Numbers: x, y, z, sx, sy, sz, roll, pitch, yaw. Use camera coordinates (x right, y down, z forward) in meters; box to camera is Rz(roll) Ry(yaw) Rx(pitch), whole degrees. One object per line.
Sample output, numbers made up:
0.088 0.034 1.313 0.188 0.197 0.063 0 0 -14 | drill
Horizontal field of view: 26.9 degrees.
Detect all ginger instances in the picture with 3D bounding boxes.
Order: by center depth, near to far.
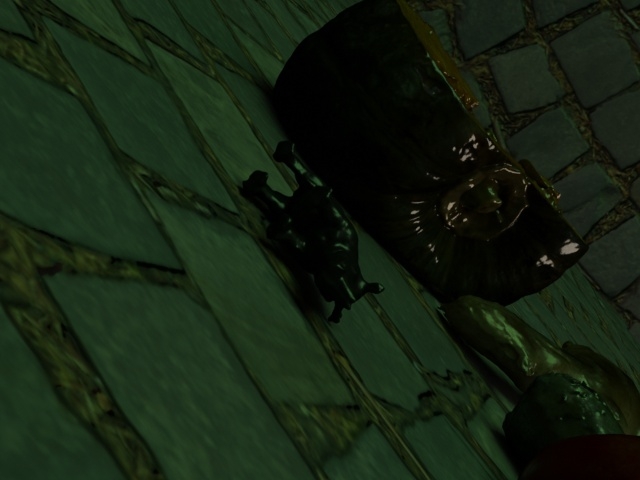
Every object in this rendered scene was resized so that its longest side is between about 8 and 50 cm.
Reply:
0.223 0.139 1.155 0.333 0.081 0.148 40 31 -39 | ginger

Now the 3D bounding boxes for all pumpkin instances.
0.086 -0.079 1.136 0.280 0.139 0.190 44 14 -39 | pumpkin

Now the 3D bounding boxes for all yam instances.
0.194 0.175 0.920 0.078 0.078 0.179 37 19 -50 | yam

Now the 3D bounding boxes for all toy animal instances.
0.000 0.000 0.787 0.065 0.047 0.136 53 3 -37 | toy animal

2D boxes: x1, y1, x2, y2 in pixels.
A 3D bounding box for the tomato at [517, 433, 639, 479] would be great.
0.222 0.171 0.820 0.174 0.082 0.166 -9 50 -30 | tomato
